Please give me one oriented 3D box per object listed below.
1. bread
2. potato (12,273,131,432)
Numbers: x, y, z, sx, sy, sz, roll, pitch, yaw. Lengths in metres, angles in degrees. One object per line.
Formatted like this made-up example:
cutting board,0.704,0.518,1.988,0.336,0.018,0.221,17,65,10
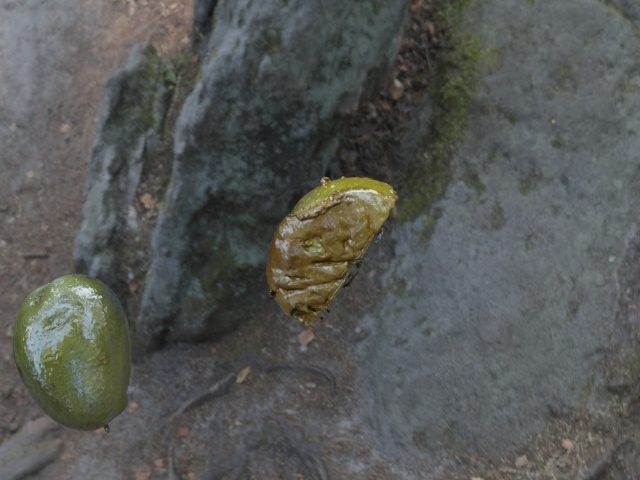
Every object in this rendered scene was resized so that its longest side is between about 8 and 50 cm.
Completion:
bread,0.002,-0.003,1.214,0.261,0.147,0.160,-58,8,23
potato,-0.374,0.179,1.163,0.174,0.159,0.251,-21,86,35
